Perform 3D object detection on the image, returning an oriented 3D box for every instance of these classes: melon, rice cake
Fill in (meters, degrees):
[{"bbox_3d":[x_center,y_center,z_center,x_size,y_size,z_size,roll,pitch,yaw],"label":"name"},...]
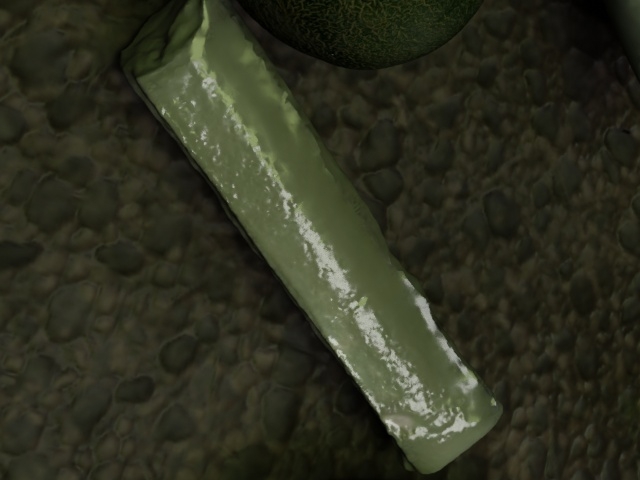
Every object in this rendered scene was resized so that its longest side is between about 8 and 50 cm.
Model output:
[{"bbox_3d":[0.014,-0.127,0.508,0.167,0.114,0.114,14,89,-72],"label":"melon"},{"bbox_3d":[0.000,0.000,0.567,0.057,0.052,0.256,-29,114,13],"label":"rice cake"}]

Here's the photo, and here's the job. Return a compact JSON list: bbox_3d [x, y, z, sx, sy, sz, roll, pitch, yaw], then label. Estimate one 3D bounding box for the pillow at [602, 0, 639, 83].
[{"bbox_3d":[0.158,-0.178,0.613,0.254,0.078,0.144,62,28,-20],"label":"pillow"}]
